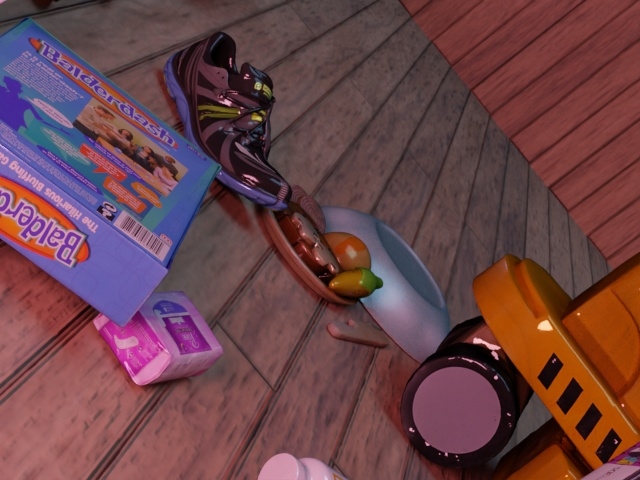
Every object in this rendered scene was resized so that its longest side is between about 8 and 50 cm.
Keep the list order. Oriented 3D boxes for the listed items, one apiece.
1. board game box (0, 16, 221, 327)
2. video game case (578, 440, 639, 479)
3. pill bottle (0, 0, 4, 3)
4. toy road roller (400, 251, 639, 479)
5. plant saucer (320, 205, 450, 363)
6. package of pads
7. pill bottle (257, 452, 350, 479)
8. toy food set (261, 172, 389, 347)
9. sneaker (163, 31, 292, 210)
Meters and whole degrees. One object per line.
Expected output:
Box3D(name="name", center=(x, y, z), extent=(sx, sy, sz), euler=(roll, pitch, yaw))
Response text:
Box3D(name="board game box", center=(-0.146, -0.048, 0.860), extent=(0.160, 0.047, 0.210), euler=(38, 17, -7))
Box3D(name="video game case", center=(0.275, 0.253, 1.093), extent=(0.210, 0.042, 0.232), euler=(-22, 105, -42))
Box3D(name="pill bottle", center=(-0.223, -0.243, 0.938), extent=(0.152, 0.152, 0.272), euler=(44, 16, -27))
Box3D(name="toy road roller", center=(0.239, 0.153, 1.217), extent=(0.329, 0.240, 0.202), euler=(53, 15, 4))
Box3D(name="plant saucer", center=(0.072, 0.034, 1.399), extent=(0.195, 0.037, 0.195), euler=(47, 14, -16))
Box3D(name="package of pads", center=(-0.092, 0.056, 0.860), extent=(0.050, 0.032, 0.083), euler=(52, 14, 12))
Box3D(name="pill bottle", center=(0.000, 0.156, 0.878), extent=(0.083, 0.043, 0.043), euler=(39, 19, -40))
Box3D(name="toy food set", center=(0.000, 0.000, 1.256), extent=(0.192, 0.038, 0.132), euler=(57, 16, 18))
Box3D(name="sneaker", center=(-0.069, -0.102, 1.209), extent=(0.067, 0.078, 0.188), euler=(32, 25, -52))
